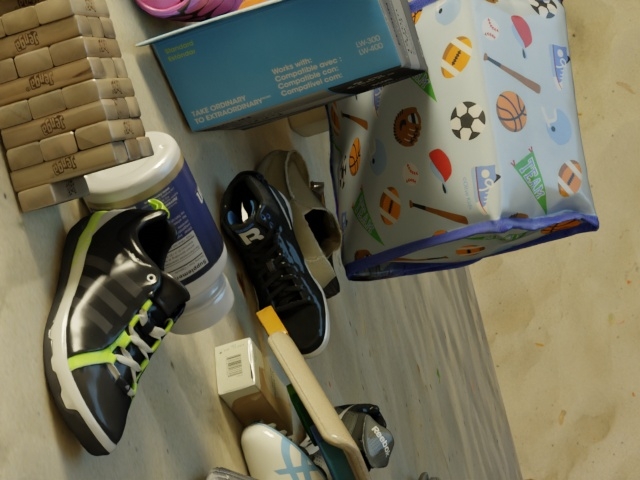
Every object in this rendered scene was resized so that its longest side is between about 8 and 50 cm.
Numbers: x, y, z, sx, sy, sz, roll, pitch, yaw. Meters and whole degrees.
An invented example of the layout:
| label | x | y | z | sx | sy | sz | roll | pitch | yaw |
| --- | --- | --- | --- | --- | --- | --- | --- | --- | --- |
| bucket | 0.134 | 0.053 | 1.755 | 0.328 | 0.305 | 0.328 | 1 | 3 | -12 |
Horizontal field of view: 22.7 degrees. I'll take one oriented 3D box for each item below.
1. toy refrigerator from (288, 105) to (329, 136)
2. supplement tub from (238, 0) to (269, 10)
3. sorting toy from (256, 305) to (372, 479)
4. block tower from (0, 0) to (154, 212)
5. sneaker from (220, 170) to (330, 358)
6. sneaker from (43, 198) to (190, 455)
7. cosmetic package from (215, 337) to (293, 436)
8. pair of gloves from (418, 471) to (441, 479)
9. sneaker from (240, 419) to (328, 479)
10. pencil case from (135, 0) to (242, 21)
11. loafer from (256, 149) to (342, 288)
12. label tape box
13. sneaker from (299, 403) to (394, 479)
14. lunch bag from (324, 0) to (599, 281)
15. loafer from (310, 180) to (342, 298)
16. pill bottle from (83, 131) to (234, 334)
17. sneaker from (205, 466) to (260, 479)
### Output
| label | x | y | z | sx | sy | sz | roll | pitch | yaw |
| --- | --- | --- | --- | --- | --- | --- | --- | --- | --- |
| toy refrigerator | -0.017 | -0.295 | 2.322 | 0.094 | 0.102 | 0.270 | 18 | 56 | -76 |
| supplement tub | -0.059 | -0.267 | 2.056 | 0.190 | 0.117 | 0.117 | -2 | 76 | -77 |
| sorting toy | 0.004 | 0.204 | 1.642 | 0.229 | 0.041 | 0.307 | 64 | -5 | -32 |
| block tower | -0.228 | -0.197 | 1.258 | 0.091 | 0.097 | 0.335 | -27 | 101 | -77 |
| sneaker | -0.062 | 0.025 | 1.784 | 0.121 | 0.079 | 0.217 | 39 | 28 | -64 |
| sneaker | -0.153 | 0.055 | 1.248 | 0.084 | 0.097 | 0.235 | 60 | 21 | -47 |
| cosmetic package | -0.068 | 0.156 | 1.643 | 0.115 | 0.041 | 0.060 | 58 | 19 | -52 |
| pair of gloves | 0.178 | 0.462 | 2.359 | 0.204 | 0.042 | 0.240 | 6 | 70 | -81 |
| sneaker | -0.024 | 0.293 | 1.594 | 0.086 | 0.085 | 0.237 | -24 | 87 | -34 |
| pencil case | -0.147 | -0.294 | 1.770 | 0.098 | 0.095 | 0.209 | 59 | 10 | 2 |
| loafer | -0.022 | -0.018 | 1.954 | 0.268 | 0.092 | 0.102 | -93 | 162 | -47 |
| label tape box | -0.031 | -0.203 | 1.778 | 0.347 | 0.249 | 0.115 | -32 | 105 | -78 |
| sneaker | 0.029 | 0.244 | 1.810 | 0.234 | 0.106 | 0.078 | -74 | 145 | -68 |
| lunch bag | 0.152 | -0.131 | 2.081 | 0.239 | 0.385 | 0.328 | 1 | 78 | -39 |
| loafer | 0.000 | 0.000 | 2.105 | 0.062 | 0.061 | 0.170 | -87 | 158 | -61 |
| pill bottle | -0.138 | -0.003 | 1.405 | 0.094 | 0.094 | 0.169 | -88 | 158 | -56 |
| sneaker | -0.073 | 0.275 | 1.411 | 0.281 | 0.105 | 0.115 | -4 | 112 | -82 |
